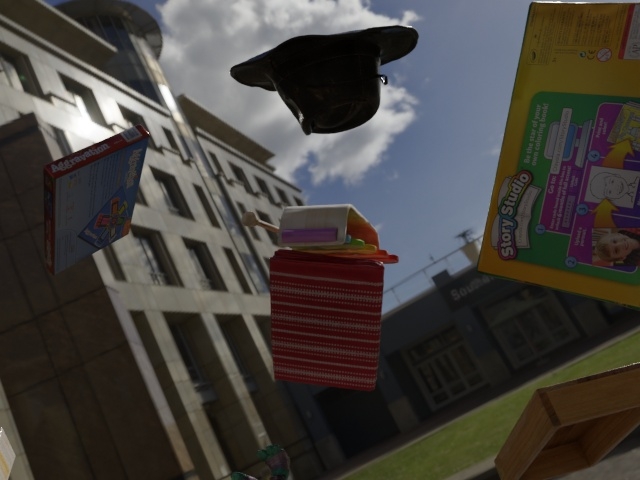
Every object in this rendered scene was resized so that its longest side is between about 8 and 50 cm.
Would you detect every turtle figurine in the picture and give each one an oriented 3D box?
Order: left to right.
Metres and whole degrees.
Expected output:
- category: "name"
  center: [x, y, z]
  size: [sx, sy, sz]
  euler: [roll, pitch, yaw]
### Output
- category: "turtle figurine"
  center: [-0.086, 0.424, 0.915]
  size: [0.175, 0.118, 0.234]
  euler: [-28, 25, 6]

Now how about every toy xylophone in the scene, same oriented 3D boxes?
- category: "toy xylophone"
  center: [0.000, 0.000, 1.165]
  size: [0.236, 0.081, 0.323]
  euler: [-3, -12, 25]

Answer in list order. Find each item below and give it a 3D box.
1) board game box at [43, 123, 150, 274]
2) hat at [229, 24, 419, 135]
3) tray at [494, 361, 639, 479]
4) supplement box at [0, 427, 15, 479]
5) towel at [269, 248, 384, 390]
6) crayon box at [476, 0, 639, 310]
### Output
- category: "board game box"
  center: [-0.336, -0.052, 0.920]
  size: [0.145, 0.027, 0.281]
  euler: [-34, -11, -35]
- category: "hat"
  center: [0.015, -0.251, 1.051]
  size: [0.332, 0.133, 0.331]
  euler: [-11, 4, 1]
- category: "tray"
  center: [0.469, 0.363, 1.181]
  size: [0.203, 0.076, 0.411]
  euler: [-13, -34, -5]
- category: "supplement box"
  center: [-0.519, 0.353, 0.982]
  size: [0.036, 0.062, 0.098]
  euler: [-14, 23, -9]
- category: "towel"
  center: [0.009, 0.146, 1.108]
  size: [0.199, 0.274, 0.031]
  euler: [6, 28, 8]
- category: "crayon box"
  center: [0.268, -0.084, 0.608]
  size: [0.165, 0.278, 0.081]
  euler: [13, 6, 32]
